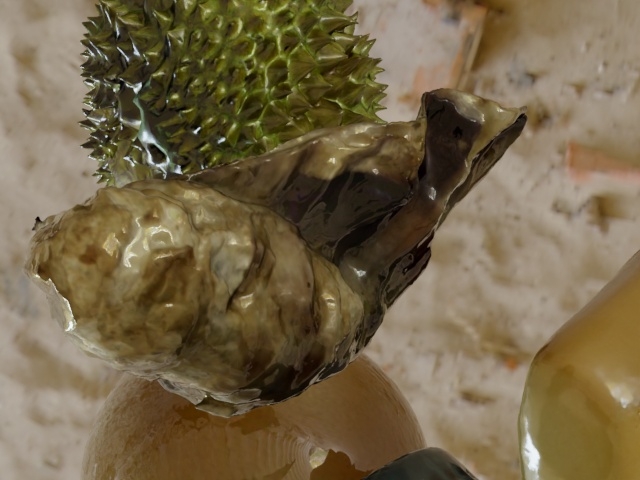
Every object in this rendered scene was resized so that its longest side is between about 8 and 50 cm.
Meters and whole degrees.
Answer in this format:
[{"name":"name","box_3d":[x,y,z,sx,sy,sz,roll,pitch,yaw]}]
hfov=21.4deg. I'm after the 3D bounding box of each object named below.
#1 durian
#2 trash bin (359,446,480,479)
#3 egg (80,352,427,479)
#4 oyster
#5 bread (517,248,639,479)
[{"name":"durian","box_3d":[-0.077,-0.107,1.350,0.291,0.225,0.291,7,108,24]},{"name":"trash bin","box_3d":[0.067,0.203,0.911,0.161,0.175,0.175,51,131,21]},{"name":"egg","box_3d":[-0.057,0.203,1.396,0.282,0.282,0.351,46,162,-18]},{"name":"oyster","box_3d":[0.003,-0.001,0.795,0.094,0.294,0.166,45,149,31]},{"name":"bread","box_3d":[0.207,0.093,1.071,0.098,0.217,0.147,10,123,31]}]
